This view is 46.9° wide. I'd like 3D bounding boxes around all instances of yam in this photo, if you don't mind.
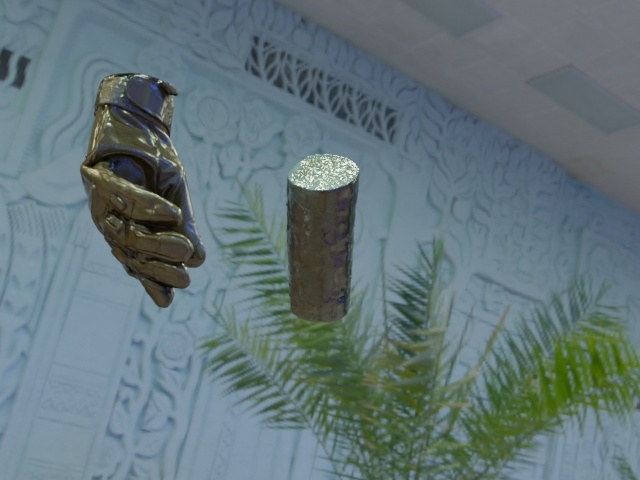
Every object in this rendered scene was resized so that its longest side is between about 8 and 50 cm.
[{"bbox_3d":[0.000,0.000,0.708,0.068,0.068,0.169,11,-52,10],"label":"yam"}]

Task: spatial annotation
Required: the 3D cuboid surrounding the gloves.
[{"bbox_3d":[-0.242,-0.065,0.993,0.141,0.331,0.154,-10,-22,-3],"label":"gloves"}]
